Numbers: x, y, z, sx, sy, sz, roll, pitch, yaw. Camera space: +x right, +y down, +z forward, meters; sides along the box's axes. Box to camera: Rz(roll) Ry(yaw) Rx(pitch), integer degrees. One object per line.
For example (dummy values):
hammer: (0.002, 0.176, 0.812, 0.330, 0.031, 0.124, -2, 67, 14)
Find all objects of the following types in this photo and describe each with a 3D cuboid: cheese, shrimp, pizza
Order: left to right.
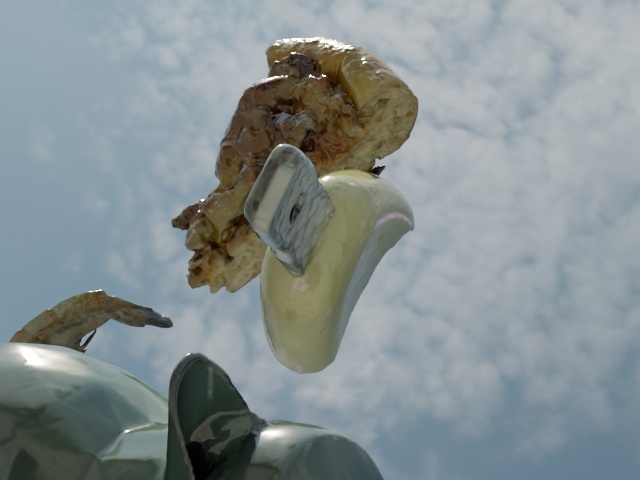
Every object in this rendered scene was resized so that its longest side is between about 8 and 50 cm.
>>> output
shrimp: (-0.165, 0.127, 1.105, 0.148, 0.195, 0.035, -44, -153, -20)
pizza: (-0.036, -0.052, 0.910, 0.154, 0.069, 0.194, 30, -97, 47)
cheese: (-0.001, -0.001, 0.734, 0.049, 0.235, 0.127, 26, -100, 14)

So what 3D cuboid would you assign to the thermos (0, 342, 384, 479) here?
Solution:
thermos: (-0.108, 0.118, 0.440, 0.286, 0.145, 0.182, -5, -60, 30)
